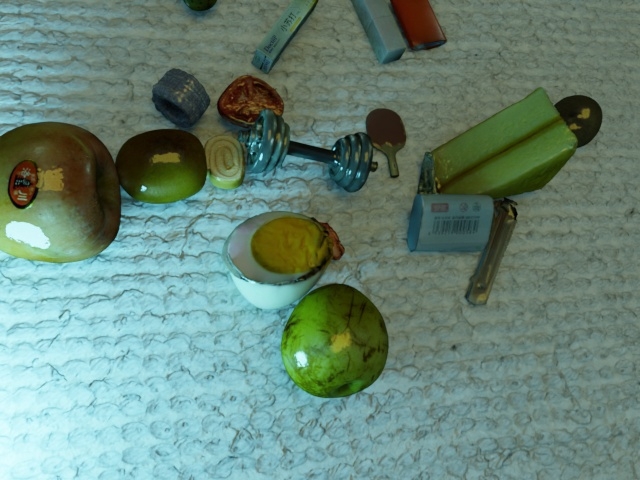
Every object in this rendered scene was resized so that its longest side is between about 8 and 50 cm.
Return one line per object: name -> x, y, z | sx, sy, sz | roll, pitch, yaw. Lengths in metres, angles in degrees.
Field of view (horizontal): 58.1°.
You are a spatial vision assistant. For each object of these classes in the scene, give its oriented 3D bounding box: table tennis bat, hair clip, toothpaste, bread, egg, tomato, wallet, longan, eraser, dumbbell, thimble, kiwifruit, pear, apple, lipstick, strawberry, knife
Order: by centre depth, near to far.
apple -> -0.638, -0.108, 1.332 | 0.304, 0.338, 0.339 | -6, 74, 0
pear -> 0.033, 0.250, 1.435 | 0.283, 0.283, 0.284 | 4, 72, -13
kiwifruit -> -0.413, -0.191, 1.492 | 0.233, 0.196, 0.196 | -7, 75, -12
egg -> -0.107, 0.059, 1.505 | 0.264, 0.174, 0.286 | 23, 51, 20
thimble -> -0.385, -0.388, 1.583 | 0.150, 0.150, 0.098 | 35, 69, -2
dumbbell -> -0.028, -0.244, 1.591 | 0.405, 0.179, 0.179 | 10, 70, -20
bread -> -0.271, -0.215, 1.602 | 0.122, 0.073, 0.149 | -1, 71, -9
strawberry -> -0.002, 0.001, 1.614 | 0.152, 0.048, 0.104 | 46, 61, -7
tomato -> -0.199, -0.377, 1.662 | 0.174, 0.082, 0.166 | 32, 67, 0
eraser -> 0.377, -0.049, 1.677 | 0.226, 0.081, 0.174 | -1, 113, -16
bread -> 0.523, -0.259, 1.726 | 0.361, 0.245, 0.233 | -17, 66, -16
knife -> 0.516, 0.033, 1.741 | 0.089, 0.043, 0.366 | 14, 69, 26
hair clip -> 0.324, -0.154, 1.742 | 0.065, 0.036, 0.229 | 0, 82, 13
toothpaste -> -0.105, -0.655, 1.772 | 0.071, 0.089, 0.313 | 34, 67, -8
table tennis bat -> 0.211, -0.305, 1.779 | 0.130, 0.022, 0.235 | -4, 73, -16
lipstick -> 0.167, -0.758, 1.879 | 0.079, 0.076, 0.372 | -18, 78, -20
longan -> 0.825, -0.385, 1.888 | 0.187, 0.167, 0.167 | -37, 84, -8
wallet -> 0.326, -0.737, 1.930 | 0.142, 0.045, 0.205 | -17, 79, -21

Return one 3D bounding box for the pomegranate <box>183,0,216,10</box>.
pomegranate -> -0.365, -0.751, 1.716 | 0.130, 0.130, 0.130 | 4, 72, -13
